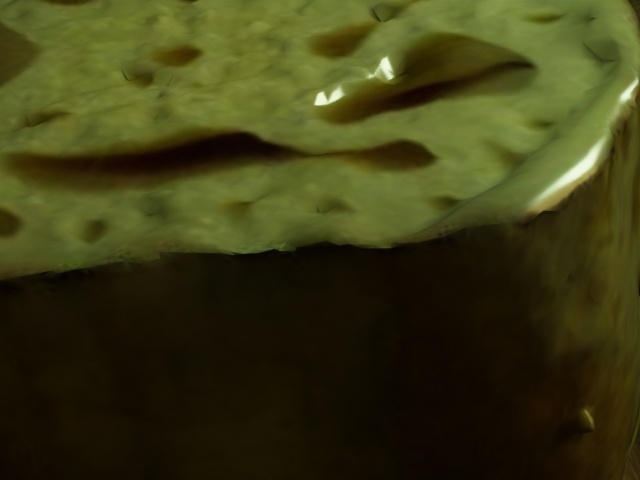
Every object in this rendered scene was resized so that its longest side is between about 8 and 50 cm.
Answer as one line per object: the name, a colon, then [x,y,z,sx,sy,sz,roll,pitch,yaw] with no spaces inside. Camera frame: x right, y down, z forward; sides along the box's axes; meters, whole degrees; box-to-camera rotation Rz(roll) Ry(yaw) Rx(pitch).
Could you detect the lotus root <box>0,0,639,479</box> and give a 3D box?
lotus root: [-0.024,0.001,0.689,0.316,0.316,0.250,-105,180,-52]
